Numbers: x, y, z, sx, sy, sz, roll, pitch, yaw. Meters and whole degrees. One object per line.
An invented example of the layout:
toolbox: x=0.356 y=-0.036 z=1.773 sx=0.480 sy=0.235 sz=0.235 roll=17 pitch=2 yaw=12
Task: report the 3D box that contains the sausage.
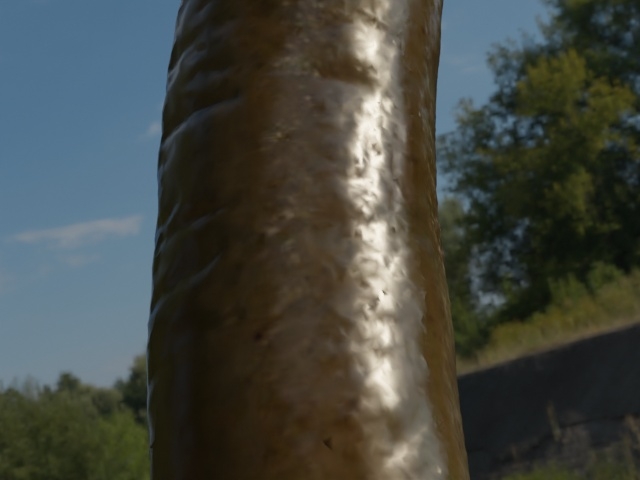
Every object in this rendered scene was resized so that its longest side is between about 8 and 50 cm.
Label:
sausage: x=-0.003 y=0.001 z=0.438 sx=0.136 sy=0.501 sz=0.123 roll=-17 pitch=-33 yaw=29
